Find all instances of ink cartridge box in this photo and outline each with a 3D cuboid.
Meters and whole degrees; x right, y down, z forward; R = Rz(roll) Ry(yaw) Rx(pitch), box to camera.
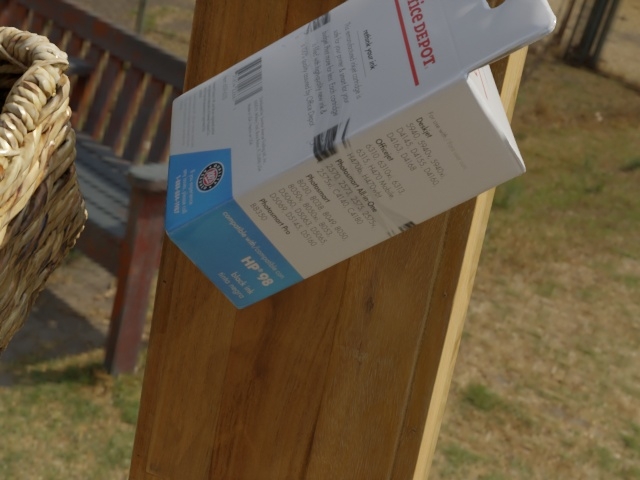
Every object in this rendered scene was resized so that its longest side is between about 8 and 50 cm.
[{"bbox_3d":[0.022,-0.056,0.470,0.060,0.180,0.104,51,22,-36],"label":"ink cartridge box"}]

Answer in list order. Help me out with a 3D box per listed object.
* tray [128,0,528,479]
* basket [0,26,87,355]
[{"bbox_3d":[0.000,0.000,0.703,0.202,0.411,0.076,15,16,15],"label":"tray"},{"bbox_3d":[-0.295,0.007,0.618,0.213,0.223,0.299,26,65,3],"label":"basket"}]
